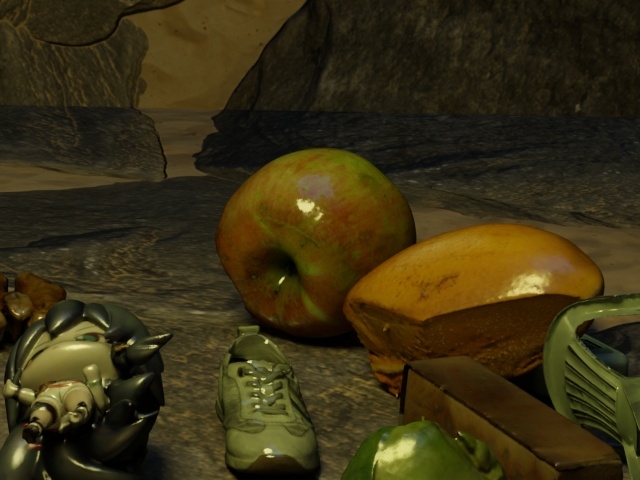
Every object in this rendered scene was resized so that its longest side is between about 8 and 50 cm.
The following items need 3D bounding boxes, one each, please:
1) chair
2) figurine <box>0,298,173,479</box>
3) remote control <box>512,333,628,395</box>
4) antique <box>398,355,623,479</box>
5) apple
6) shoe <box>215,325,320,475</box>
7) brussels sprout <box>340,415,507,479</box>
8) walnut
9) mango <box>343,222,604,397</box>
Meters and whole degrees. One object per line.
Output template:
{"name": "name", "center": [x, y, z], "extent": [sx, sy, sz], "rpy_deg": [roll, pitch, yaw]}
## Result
{"name": "chair", "center": [0.356, 0.176, 1.859], "extent": [0.190, 0.203, 0.275], "rpy_deg": [-9, 21, -4]}
{"name": "figurine", "center": [-0.234, 0.167, 1.752], "extent": [0.175, 0.197, 0.265], "rpy_deg": [5, 35, 1]}
{"name": "remote control", "center": [0.260, 0.127, 2.266], "extent": [0.140, 0.056, 0.296], "rpy_deg": [-2, 15, -25]}
{"name": "antique", "center": [0.192, 0.214, 1.862], "extent": [0.087, 0.093, 0.310], "rpy_deg": [-4, 17, -27]}
{"name": "apple", "center": [0.000, 0.000, 2.308], "extent": [0.246, 0.246, 0.226], "rpy_deg": [12, 31, 28]}
{"name": "shoe", "center": [-0.063, 0.178, 1.932], "extent": [0.103, 0.098, 0.275], "rpy_deg": [-3, 18, -12]}
{"name": "brussels sprout", "center": [0.093, 0.251, 1.627], "extent": [0.131, 0.145, 0.183], "rpy_deg": [-14, -43, 39]}
{"name": "walnut", "center": [-0.386, 0.088, 2.226], "extent": [0.143, 0.069, 0.170], "rpy_deg": [2, 17, -13]}
{"name": "mango", "center": [0.177, 0.074, 2.059], "extent": [0.201, 0.199, 0.350], "rpy_deg": [15, -26, -43]}
